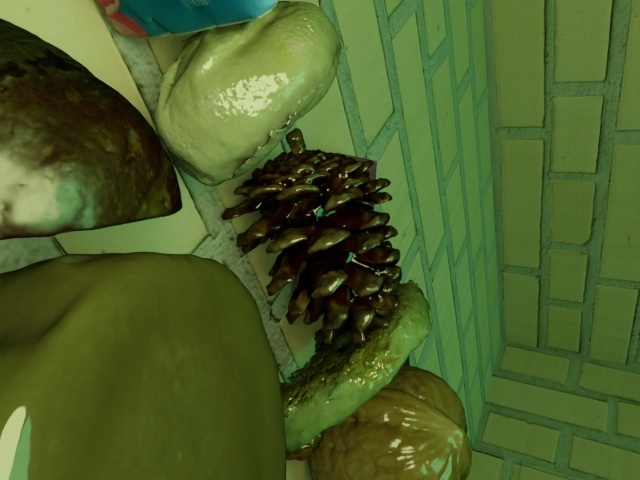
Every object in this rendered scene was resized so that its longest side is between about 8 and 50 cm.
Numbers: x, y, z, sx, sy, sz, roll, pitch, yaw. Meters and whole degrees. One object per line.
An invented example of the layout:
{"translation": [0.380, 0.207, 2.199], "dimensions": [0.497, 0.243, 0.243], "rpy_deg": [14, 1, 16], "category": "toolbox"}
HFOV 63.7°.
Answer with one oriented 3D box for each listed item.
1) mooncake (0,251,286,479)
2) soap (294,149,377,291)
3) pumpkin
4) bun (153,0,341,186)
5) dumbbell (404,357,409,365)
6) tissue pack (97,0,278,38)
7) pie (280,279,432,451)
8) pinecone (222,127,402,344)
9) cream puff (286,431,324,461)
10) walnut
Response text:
{"translation": [-0.182, 0.195, 0.431], "dimensions": [0.378, 0.200, 0.379], "rpy_deg": [-7, 90, -71], "category": "mooncake"}
{"translation": [0.034, -0.033, 0.959], "dimensions": [0.181, 0.081, 0.260], "rpy_deg": [-4, 99, -61], "category": "soap"}
{"translation": [-0.219, -0.097, 0.430], "dimensions": [0.312, 0.148, 0.169], "rpy_deg": [-18, 116, -63], "category": "pumpkin"}
{"translation": [-0.090, -0.177, 0.574], "dimensions": [0.141, 0.239, 0.239], "rpy_deg": [47, 51, -23], "category": "bun"}
{"translation": [0.184, 0.284, 1.237], "dimensions": [0.156, 0.143, 0.316], "rpy_deg": [-41, 131, -51], "category": "dumbbell"}
{"translation": [-0.153, -0.317, 0.425], "dimensions": [0.137, 0.209, 0.270], "rpy_deg": [-67, 148, -31], "category": "tissue pack"}
{"translation": [0.043, 0.185, 0.839], "dimensions": [0.078, 0.296, 0.371], "rpy_deg": [54, 41, -7], "category": "pie"}
{"translation": [0.000, 0.000, 0.726], "dimensions": [0.244, 0.244, 0.309], "rpy_deg": [-23, 94, -58], "category": "pinecone"}
{"translation": [-0.032, 0.330, 0.910], "dimensions": [0.122, 0.094, 0.116], "rpy_deg": [54, 48, -46], "category": "cream puff"}
{"translation": [0.133, 0.388, 0.991], "dimensions": [0.333, 0.332, 0.333], "rpy_deg": [-21, 114, -58], "category": "walnut"}
